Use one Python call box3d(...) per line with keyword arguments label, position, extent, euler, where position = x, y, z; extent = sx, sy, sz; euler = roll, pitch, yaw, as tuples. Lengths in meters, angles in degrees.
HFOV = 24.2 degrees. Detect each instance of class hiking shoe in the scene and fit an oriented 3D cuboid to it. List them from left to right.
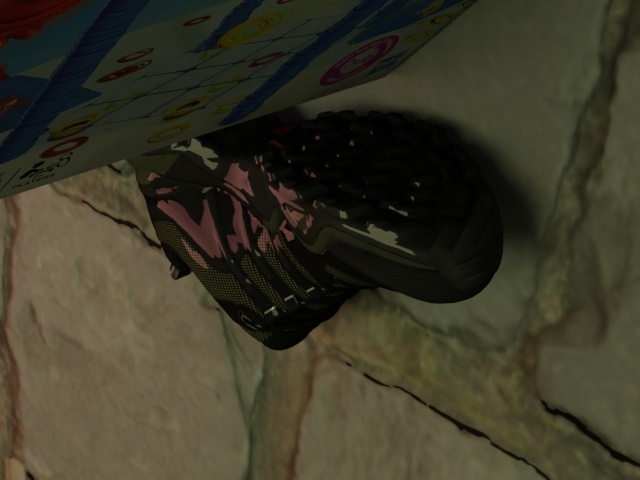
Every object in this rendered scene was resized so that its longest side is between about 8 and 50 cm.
box3d(label="hiking shoe", position=(0.000, 0.000, 0.703), extent=(0.227, 0.086, 0.114), euler=(21, 133, 44))

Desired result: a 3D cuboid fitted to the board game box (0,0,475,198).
box3d(label="board game box", position=(-0.007, -0.131, 0.482), extent=(0.302, 0.308, 0.086), euler=(-36, 80, 46))
